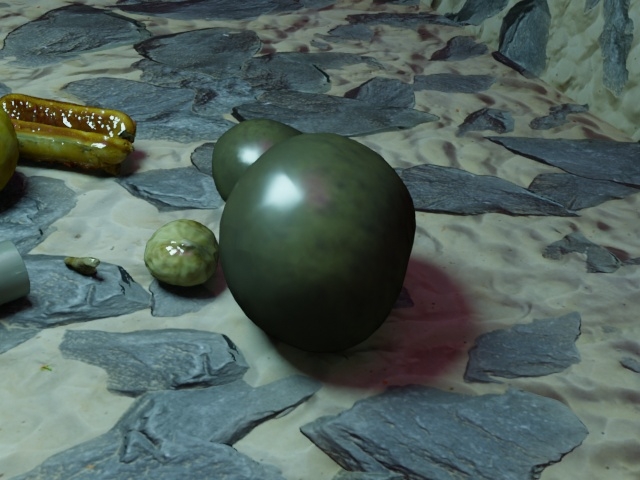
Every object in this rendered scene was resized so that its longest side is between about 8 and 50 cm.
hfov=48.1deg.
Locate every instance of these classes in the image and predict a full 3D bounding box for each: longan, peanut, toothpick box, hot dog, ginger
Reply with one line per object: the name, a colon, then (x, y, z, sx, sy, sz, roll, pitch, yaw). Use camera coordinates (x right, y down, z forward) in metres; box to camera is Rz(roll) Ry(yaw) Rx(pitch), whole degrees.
longan: (0.000, 0.000, 1.261, 0.336, 0.404, 0.404, -17, 27, 29)
peanut: (-0.262, 0.024, 1.365, 0.141, 0.109, 0.159, 16, 25, -7)
longan: (-0.110, -0.155, 1.538, 0.249, 0.248, 0.248, 5, 37, -4)
toothpick box: (-0.607, 0.075, 1.227, 0.181, 0.111, 0.111, -23, 47, -36)
hot dog: (-0.591, -0.239, 1.640, 0.349, 0.117, 0.158, 9, 57, 4)
ginger: (-0.446, 0.048, 1.358, 0.097, 0.048, 0.030, 0, 70, 35)

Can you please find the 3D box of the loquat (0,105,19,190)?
loquat: (-0.752, -0.190, 1.435, 0.275, 0.274, 0.274, 5, 37, -4)
